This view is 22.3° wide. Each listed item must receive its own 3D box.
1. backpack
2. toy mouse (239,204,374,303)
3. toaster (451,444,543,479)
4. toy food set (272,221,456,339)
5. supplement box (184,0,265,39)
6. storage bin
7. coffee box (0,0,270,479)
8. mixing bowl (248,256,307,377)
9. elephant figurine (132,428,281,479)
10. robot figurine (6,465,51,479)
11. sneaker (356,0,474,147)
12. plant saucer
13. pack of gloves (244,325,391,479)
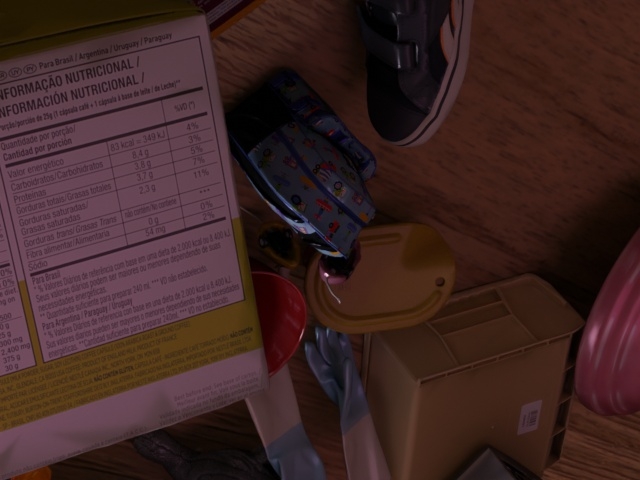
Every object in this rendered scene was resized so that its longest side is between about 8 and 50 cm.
[{"bbox_3d":[-0.008,-0.071,1.676,0.117,0.173,0.158,-42,135,4],"label":"backpack"},{"bbox_3d":[0.000,0.000,1.784,0.143,0.161,0.031,-23,154,-33],"label":"toy mouse"},{"bbox_3d":[0.247,0.360,2.032,0.110,0.185,0.168,-48,128,7],"label":"toaster"},{"bbox_3d":[0.043,0.036,1.870,0.218,0.071,0.128,-6,109,-12],"label":"toy food set"},{"bbox_3d":[-0.136,-0.276,1.490,0.104,0.081,0.188,-37,137,-1],"label":"supplement box"},{"bbox_3d":[0.189,0.200,2.067,0.260,0.123,0.262,-15,132,-23],"label":"storage bin"},{"bbox_3d":[-0.277,-0.025,1.361,0.338,0.337,0.334,-17,112,-20],"label":"coffee box"},{"bbox_3d":[-0.116,0.077,1.781,0.181,0.098,0.181,-17,134,-19],"label":"mixing bowl"},{"bbox_3d":[-0.086,0.310,1.941,0.186,0.169,0.239,-26,139,-5],"label":"elephant figurine"},{"bbox_3d":[-0.352,0.211,1.682,0.211,0.085,0.291,-8,108,-54],"label":"robot figurine"},{"bbox_3d":[0.086,-0.249,1.628,0.127,0.126,0.321,0,114,-38],"label":"sneaker"},{"bbox_3d":[0.455,0.090,2.096,0.332,0.084,0.332,-37,143,-34],"label":"plant saucer"},{"bbox_3d":[0.010,0.222,1.915,0.195,0.046,0.232,-33,111,-47],"label":"pack of gloves"}]
